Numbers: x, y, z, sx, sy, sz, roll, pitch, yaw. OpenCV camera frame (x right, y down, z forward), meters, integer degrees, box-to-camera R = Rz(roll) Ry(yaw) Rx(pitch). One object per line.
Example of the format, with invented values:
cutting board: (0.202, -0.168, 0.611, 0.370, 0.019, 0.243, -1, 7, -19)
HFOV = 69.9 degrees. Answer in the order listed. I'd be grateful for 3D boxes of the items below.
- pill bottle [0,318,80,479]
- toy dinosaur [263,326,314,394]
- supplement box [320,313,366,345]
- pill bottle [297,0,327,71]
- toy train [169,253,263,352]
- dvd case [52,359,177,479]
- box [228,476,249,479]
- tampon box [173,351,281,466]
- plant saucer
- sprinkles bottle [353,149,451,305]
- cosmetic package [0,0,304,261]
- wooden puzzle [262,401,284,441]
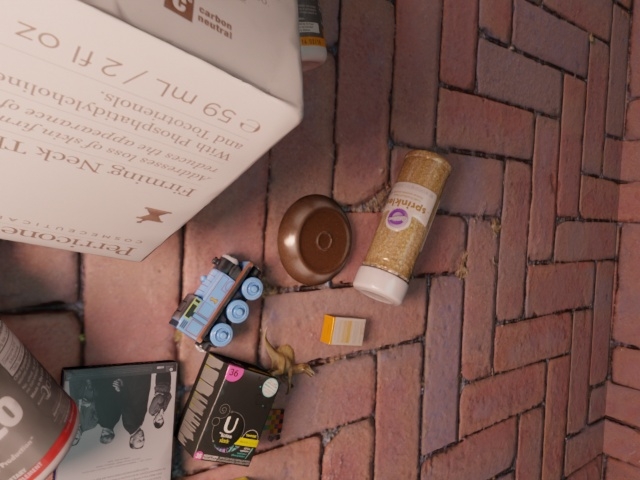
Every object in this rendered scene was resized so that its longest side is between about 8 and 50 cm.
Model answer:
pill bottle: (-0.430, 0.167, 0.531, 0.161, 0.161, 0.283, -39, 127, -28)
toy dinosaur: (-0.086, 0.253, 0.936, 0.183, 0.053, 0.093, 48, 51, -37)
supplement box: (0.052, 0.202, 1.031, 0.098, 0.036, 0.062, 13, 86, -36)
pill bottle: (-0.086, -0.443, 0.804, 0.162, 0.162, 0.279, -17, 104, -34)
toy train: (-0.183, 0.108, 0.827, 0.105, 0.080, 0.184, 41, 70, -25)
dvd case: (-0.330, 0.323, 0.745, 0.179, 0.029, 0.239, 7, 82, -37)
box: (-0.231, 0.502, 0.831, 0.232, 0.058, 0.088, 10, 86, -37)
tampon box: (-0.169, 0.304, 0.835, 0.120, 0.101, 0.161, 28, 77, -35)
plant saucer: (0.000, 0.000, 0.980, 0.198, 0.036, 0.199, -2, 94, -37)
sprinkles bottle: (0.193, -0.032, 1.068, 0.121, 0.121, 0.356, 32, 74, -34)
cosmetic package: (-0.263, -0.213, 0.489, 0.329, 0.393, 0.328, 14, 60, -37)
wooden puzzle: (-0.100, 0.377, 0.951, 0.049, 0.006, 0.084, 11, 87, -37)
